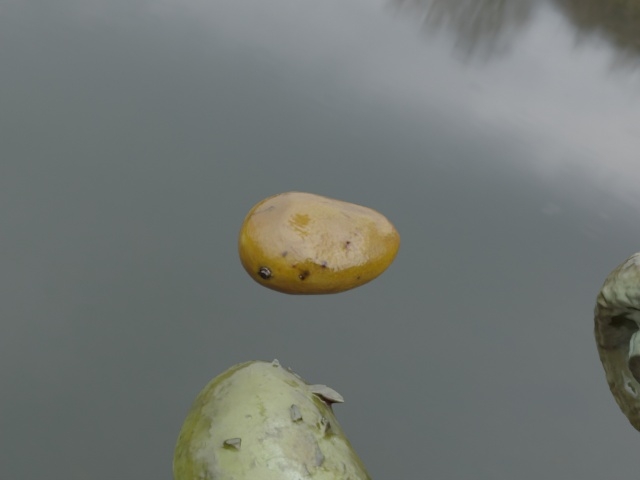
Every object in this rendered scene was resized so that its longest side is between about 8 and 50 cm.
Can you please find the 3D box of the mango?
[{"bbox_3d":[0.000,0.000,1.511,0.227,0.109,0.147,-9,44,-36],"label":"mango"}]

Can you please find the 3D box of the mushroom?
[{"bbox_3d":[0.374,0.079,1.214,0.164,0.189,0.267,52,-10,34],"label":"mushroom"}]

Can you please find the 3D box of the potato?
[{"bbox_3d":[-0.010,0.148,0.635,0.105,0.085,0.188,-23,66,-40],"label":"potato"}]
